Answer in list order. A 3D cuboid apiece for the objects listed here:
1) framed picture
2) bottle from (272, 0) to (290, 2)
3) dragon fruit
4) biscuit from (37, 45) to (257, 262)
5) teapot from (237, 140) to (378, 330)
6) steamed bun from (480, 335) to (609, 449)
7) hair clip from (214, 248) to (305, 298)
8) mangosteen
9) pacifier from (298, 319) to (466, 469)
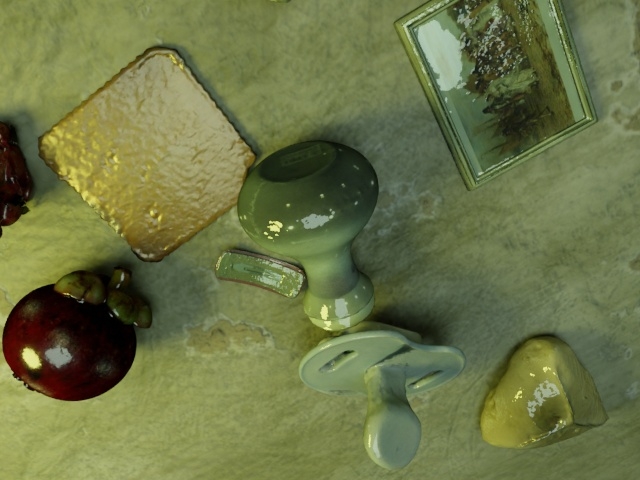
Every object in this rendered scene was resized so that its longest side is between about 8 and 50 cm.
[{"bbox_3d":[0.249,-0.225,0.679,0.217,0.017,0.274,-30,114,8],"label":"framed picture"},{"bbox_3d":[-0.054,-0.393,0.525,0.104,0.104,0.245,10,113,-11],"label":"bottle"},{"bbox_3d":[-0.430,-0.074,0.628,0.138,0.175,0.142,-40,143,21],"label":"dragon fruit"},{"bbox_3d":[-0.224,-0.107,0.679,0.236,0.013,0.232,-34,112,10],"label":"biscuit"},{"bbox_3d":[0.000,0.000,0.676,0.183,0.183,0.251,-16,126,1],"label":"teapot"},{"bbox_3d":[0.393,0.279,0.867,0.231,0.110,0.213,-18,114,-1],"label":"steamed bun"},{"bbox_3d":[-0.092,0.051,0.757,0.137,0.022,0.054,16,110,-16],"label":"hair clip"},{"bbox_3d":[-0.329,0.123,0.694,0.199,0.200,0.200,-2,114,-5],"label":"mangosteen"},{"bbox_3d":[0.096,0.239,0.754,0.278,0.207,0.227,19,132,-30],"label":"pacifier"}]
